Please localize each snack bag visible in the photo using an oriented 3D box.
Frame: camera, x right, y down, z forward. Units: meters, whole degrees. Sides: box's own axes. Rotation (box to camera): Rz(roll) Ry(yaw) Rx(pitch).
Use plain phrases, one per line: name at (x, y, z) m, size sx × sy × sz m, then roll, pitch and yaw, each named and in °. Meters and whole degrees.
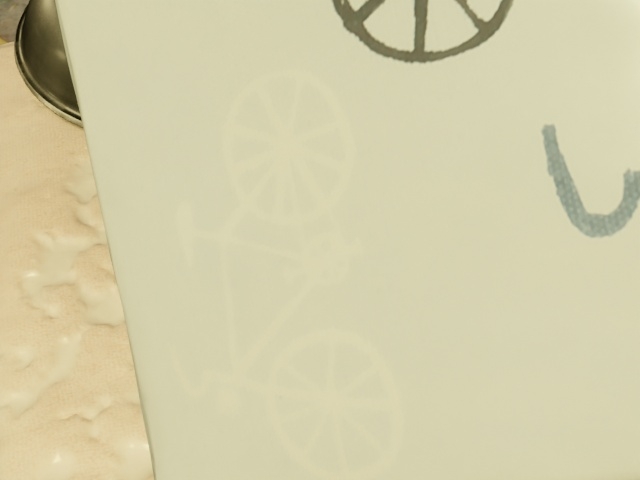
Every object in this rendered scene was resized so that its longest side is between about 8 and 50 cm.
snack bag at (0.062, -0.077, 0.323) m, size 0.343 × 0.323 × 0.037 m, roll -12°, pitch 1°, yaw 24°

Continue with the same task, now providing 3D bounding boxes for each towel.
towel at (0.000, 0.000, 0.510) m, size 0.317 × 0.053 × 0.332 m, roll -10°, pitch 45°, yaw -9°

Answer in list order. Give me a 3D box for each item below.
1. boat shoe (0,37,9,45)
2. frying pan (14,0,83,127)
boat shoe at (-0.207, -0.073, 0.686) m, size 0.285 × 0.089 × 0.104 m, roll 28°, pitch 62°, yaw 34°
frying pan at (0.005, -0.131, 0.579) m, size 0.326 × 0.053 × 0.197 m, roll -9°, pitch 45°, yaw -6°
